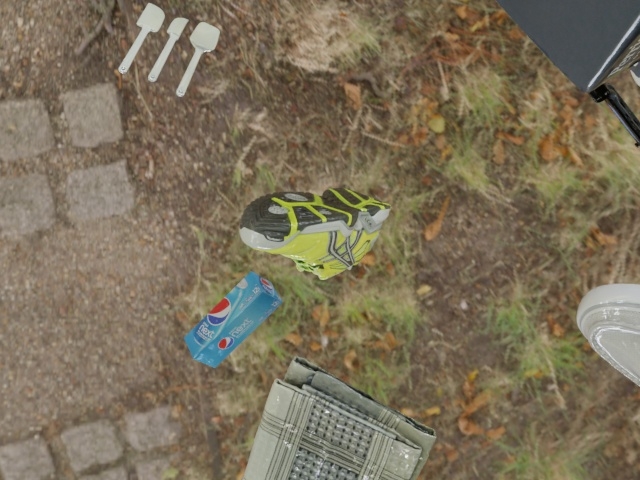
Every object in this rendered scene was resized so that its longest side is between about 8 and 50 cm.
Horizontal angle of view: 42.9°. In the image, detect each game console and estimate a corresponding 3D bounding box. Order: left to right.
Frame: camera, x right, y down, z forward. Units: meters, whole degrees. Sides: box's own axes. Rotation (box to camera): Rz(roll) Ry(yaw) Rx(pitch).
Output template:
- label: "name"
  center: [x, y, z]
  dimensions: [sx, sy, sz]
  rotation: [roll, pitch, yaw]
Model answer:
- label: "game console"
  center: [0.638, -0.319, 1.813]
  dimensions: [0.044, 0.213, 0.361]
  rotation: [-36, 111, 26]

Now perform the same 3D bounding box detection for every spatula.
- label: "spatula"
  center: [-0.311, -0.397, 1.685]
  dimensions: [0.168, 0.242, 0.019]
  rotation: [22, 137, -11]

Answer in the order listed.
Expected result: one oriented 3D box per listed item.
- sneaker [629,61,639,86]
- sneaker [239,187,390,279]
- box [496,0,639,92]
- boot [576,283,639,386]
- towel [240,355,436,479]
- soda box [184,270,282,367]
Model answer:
- label: "sneaker"
  center: [0.531, -0.246, 1.110]
  dimensions: [0.094, 0.153, 0.235]
  rotation: [-10, 159, -28]
- label: "sneaker"
  center: [0.000, 0.000, 1.376]
  dimensions: [0.384, 0.145, 0.147]
  rotation: [-6, 115, -57]
- label: "box"
  center: [0.344, -0.356, 0.670]
  dimensions: [0.395, 0.212, 0.293]
  rotation: [-31, 164, -20]
- label: "boot"
  center: [0.309, 0.136, 0.623]
  dimensions: [0.258, 0.123, 0.095]
  rotation: [25, 143, 12]
- label: "towel"
  center: [0.021, 0.413, 1.531]
  dimensions: [0.312, 0.056, 0.324]
  rotation: [26, 112, 15]
- label: "soda box"
  center: [-0.183, 0.166, 1.701]
  dimensions: [0.210, 0.067, 0.071]
  rotation: [-45, 138, 10]
